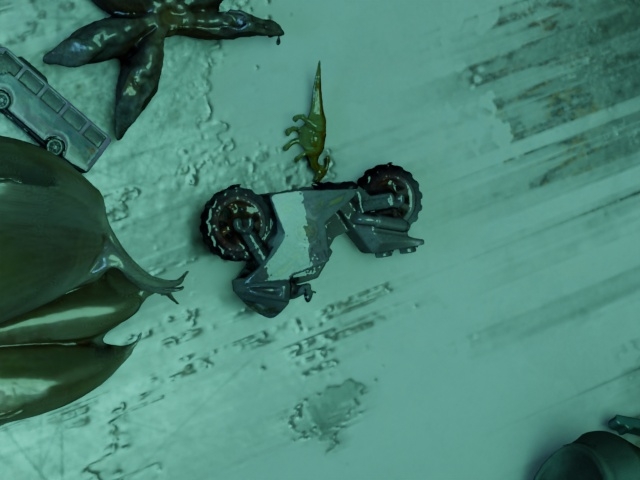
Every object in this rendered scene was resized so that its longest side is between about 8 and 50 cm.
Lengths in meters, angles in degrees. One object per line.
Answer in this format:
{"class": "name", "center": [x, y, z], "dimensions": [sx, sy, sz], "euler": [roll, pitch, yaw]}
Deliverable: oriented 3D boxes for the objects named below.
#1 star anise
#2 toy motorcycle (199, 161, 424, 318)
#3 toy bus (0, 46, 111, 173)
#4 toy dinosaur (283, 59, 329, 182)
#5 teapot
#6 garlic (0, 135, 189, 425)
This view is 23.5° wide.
{"class": "star anise", "center": [-0.147, -0.202, 1.337], "dimensions": [0.208, 0.063, 0.171], "euler": [-33, 100, -16]}
{"class": "toy motorcycle", "center": [0.000, 0.000, 1.385], "dimensions": [0.215, 0.080, 0.122], "euler": [-10, 94, -23]}
{"class": "toy bus", "center": [-0.241, -0.111, 1.319], "dimensions": [0.131, 0.037, 0.052], "euler": [42, 76, -16]}
{"class": "toy dinosaur", "center": [-0.012, -0.106, 1.404], "dimensions": [0.041, 0.026, 0.113], "euler": [-11, 104, -25]}
{"class": "teapot", "center": [0.319, 0.267, 1.469], "dimensions": [0.225, 0.171, 0.203], "euler": [15, 56, -25]}
{"class": "garlic", "center": [-0.265, 0.033, 1.229], "dimensions": [0.292, 0.210, 0.237], "euler": [-27, 93, -8]}
